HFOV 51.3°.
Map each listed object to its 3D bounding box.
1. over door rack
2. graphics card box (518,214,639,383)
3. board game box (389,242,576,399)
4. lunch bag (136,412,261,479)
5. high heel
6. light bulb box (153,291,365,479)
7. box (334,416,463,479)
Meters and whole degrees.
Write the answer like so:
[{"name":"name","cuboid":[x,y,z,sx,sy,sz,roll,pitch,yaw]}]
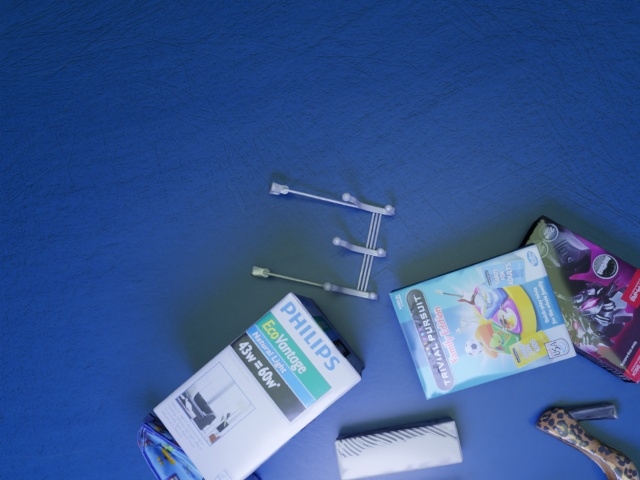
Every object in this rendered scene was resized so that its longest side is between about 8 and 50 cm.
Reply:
[{"name":"over door rack","cuboid":[0.000,0.000,1.609,0.324,0.108,0.239,11,82,8]},{"name":"graphics card box","cuboid":[0.608,0.133,1.532,0.371,0.094,0.233,32,86,11]},{"name":"board game box","cuboid":[0.355,0.180,1.480,0.336,0.079,0.253,-20,87,11]},{"name":"lunch bag","cuboid":[-0.298,0.506,1.501,0.293,0.221,0.138,42,87,10]},{"name":"high heel","cuboid":[0.587,0.495,1.468,0.186,0.093,0.261,-7,63,-1]},{"name":"light bulb box","cuboid":[-0.108,0.314,1.443,0.361,0.358,0.225,-40,81,0]},{"name":"box","cuboid":[0.176,0.474,1.514,0.275,0.113,0.094,-11,79,3]}]
